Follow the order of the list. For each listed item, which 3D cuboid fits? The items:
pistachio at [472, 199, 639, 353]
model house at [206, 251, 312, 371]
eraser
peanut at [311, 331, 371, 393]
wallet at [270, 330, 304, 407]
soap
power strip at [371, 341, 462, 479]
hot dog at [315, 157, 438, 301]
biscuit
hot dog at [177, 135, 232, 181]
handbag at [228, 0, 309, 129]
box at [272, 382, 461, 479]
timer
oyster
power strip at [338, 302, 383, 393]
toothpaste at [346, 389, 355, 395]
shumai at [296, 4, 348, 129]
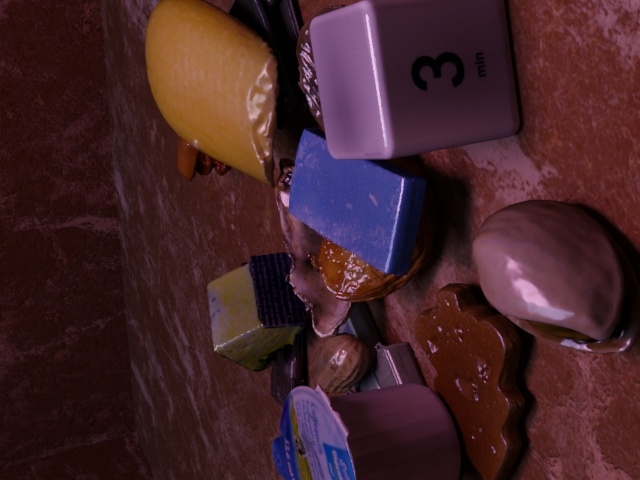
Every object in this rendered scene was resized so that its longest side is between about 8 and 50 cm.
[{"bbox_3d":[0.269,0.043,1.207,0.153,0.137,0.238,-52,44,18],"label":"pistachio"},{"bbox_3d":[-0.103,0.135,2.190,0.211,0.170,0.194,-28,50,24],"label":"model house"},{"bbox_3d":[0.044,-0.065,1.569,0.312,0.042,0.144,34,117,55],"label":"eraser"},{"bbox_3d":[0.031,0.214,1.834,0.194,0.083,0.094,128,132,-64],"label":"peanut"},{"bbox_3d":[-0.071,0.254,2.283,0.124,0.042,0.230,34,124,57],"label":"wallet"},{"bbox_3d":[-0.197,-0.291,1.993,0.427,0.115,0.306,35,138,37],"label":"soap"},{"bbox_3d":[0.157,0.290,1.731,0.078,0.052,0.272,115,137,-57],"label":"power strip"},{"bbox_3d":[0.094,-0.014,1.638,0.259,0.114,0.175,-57,46,42],"label":"hot dog"},{"bbox_3d":[0.225,0.208,1.525,0.278,0.043,0.302,-170,67,-68],"label":"biscuit"},{"bbox_3d":[-0.214,-0.265,2.242,0.117,0.158,0.349,44,140,26],"label":"hot dog"},{"bbox_3d":[-0.099,-0.344,1.999,0.247,0.079,0.260,147,107,-69],"label":"handbag"},{"bbox_3d":[0.074,0.330,1.617,0.291,0.206,0.263,-18,83,65],"label":"box"},{"bbox_3d":[0.117,-0.213,1.363,0.194,0.194,0.193,-169,69,-68],"label":"timer"},{"bbox_3d":[0.001,0.003,1.867,0.166,0.110,0.341,-45,52,21],"label":"oyster"},{"bbox_3d":[0.077,0.209,1.896,0.118,0.046,0.271,112,140,-55],"label":"power strip"},{"bbox_3d":[0.059,0.299,1.961,0.170,0.028,0.045,102,148,-79],"label":"toothpaste"},{"bbox_3d":[0.045,-0.254,1.632,0.210,0.161,0.153,58,-177,-7],"label":"shumai"}]
